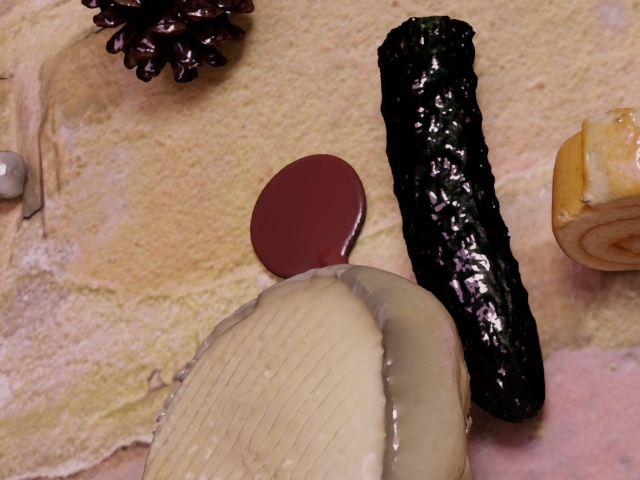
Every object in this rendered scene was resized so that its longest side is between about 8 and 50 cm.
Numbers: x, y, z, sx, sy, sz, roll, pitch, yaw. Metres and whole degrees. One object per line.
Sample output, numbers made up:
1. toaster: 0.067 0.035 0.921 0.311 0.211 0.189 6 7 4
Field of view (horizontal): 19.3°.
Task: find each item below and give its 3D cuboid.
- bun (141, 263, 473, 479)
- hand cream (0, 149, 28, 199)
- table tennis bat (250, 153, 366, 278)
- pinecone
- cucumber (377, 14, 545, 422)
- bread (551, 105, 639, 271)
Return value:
1. bun: 0.002 0.163 1.221 0.287 0.146 0.287 -30 47 37
2. hand cream: -0.301 -0.052 1.578 0.143 0.039 0.061 1 77 42
3. table tennis bat: 0.000 0.000 1.373 0.098 0.019 0.155 -38 52 12
4. pinecone: -0.119 -0.185 1.463 0.140 0.140 0.121 22 125 37
5. cucumber: 0.093 -0.014 1.283 0.081 0.072 0.303 -7 62 -2
6. bread: 0.215 -0.038 1.190 0.149 0.122 0.073 -9 62 28
